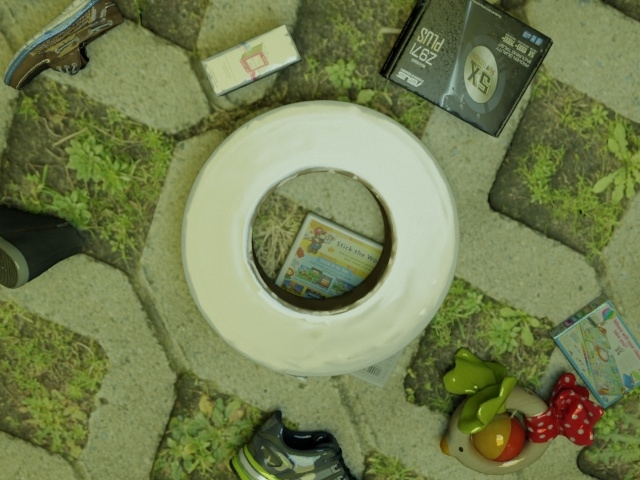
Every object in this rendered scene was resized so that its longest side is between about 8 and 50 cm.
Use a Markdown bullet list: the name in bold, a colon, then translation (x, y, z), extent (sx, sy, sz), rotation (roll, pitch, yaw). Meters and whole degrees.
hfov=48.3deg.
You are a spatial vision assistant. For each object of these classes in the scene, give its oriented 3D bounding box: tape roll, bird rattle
- **tape roll**: translation (0.000, 0.000, 1.005), extent (0.391, 0.072, 0.392), rotation (-1, 101, -5)
- **bird rattle**: translation (0.299, 0.279, 1.120), extent (0.253, 0.143, 0.207), rotation (19, 115, -21)

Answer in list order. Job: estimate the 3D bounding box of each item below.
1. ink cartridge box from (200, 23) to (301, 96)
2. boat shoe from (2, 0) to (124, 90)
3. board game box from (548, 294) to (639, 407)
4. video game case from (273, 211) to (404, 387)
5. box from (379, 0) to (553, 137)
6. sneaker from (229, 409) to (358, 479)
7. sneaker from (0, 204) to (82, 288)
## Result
- **ink cartridge box**: translation (-0.090, -0.240, 0.955), extent (0.122, 0.088, 0.052), rotation (-22, 102, 3)
- **boat shoe**: translation (-0.341, -0.256, 0.950), extent (0.183, 0.066, 0.066), rotation (-40, 104, 8)
- **board game box**: translation (0.445, 0.176, 1.123), extent (0.103, 0.026, 0.154), rotation (-36, 103, 7)
- **video game case**: translation (0.040, 0.093, 1.083), extent (0.226, 0.026, 0.206), rotation (24, 103, -8)
- **box**: translation (0.194, -0.248, 0.972), extent (0.180, 0.077, 0.147), rotation (27, 103, -10)
- **sneaker**: translation (0.013, 0.375, 1.117), extent (0.299, 0.111, 0.121), rotation (29, 98, -12)
- **sneaker**: translation (-0.451, -0.019, 1.010), extent (0.222, 0.118, 0.083), rotation (35, 123, 17)
